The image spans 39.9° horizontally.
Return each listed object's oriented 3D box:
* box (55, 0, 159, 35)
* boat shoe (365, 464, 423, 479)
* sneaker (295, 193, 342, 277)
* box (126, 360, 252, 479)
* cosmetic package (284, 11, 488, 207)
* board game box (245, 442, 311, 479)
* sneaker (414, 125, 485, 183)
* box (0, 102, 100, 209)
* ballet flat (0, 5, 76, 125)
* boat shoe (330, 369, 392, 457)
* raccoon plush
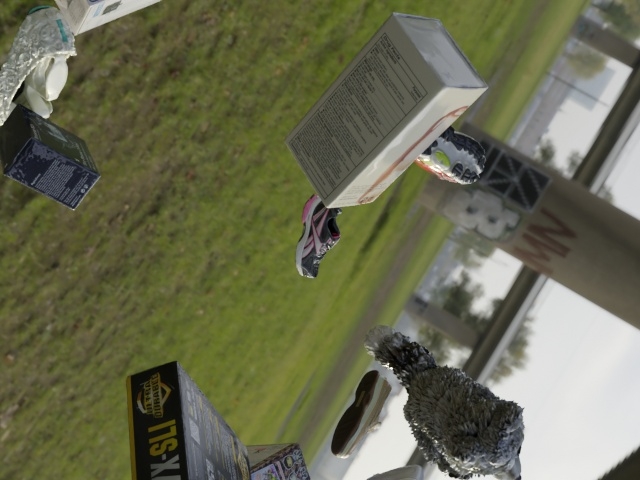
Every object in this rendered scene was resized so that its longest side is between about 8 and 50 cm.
[{"bbox_3d":[-0.355,-0.512,1.702,0.290,0.087,0.169,-32,-174,-27],"label":"box"},{"bbox_3d":[0.108,0.445,1.577,0.184,0.066,0.063,-35,-162,35],"label":"boat shoe"},{"bbox_3d":[0.000,0.000,1.778,0.072,0.077,0.178,-41,143,-56],"label":"sneaker"},{"bbox_3d":[-0.147,0.348,1.098,0.257,0.079,0.322,67,6,-48],"label":"box"},{"bbox_3d":[0.097,-0.199,1.392,0.129,0.153,0.296,-10,154,-48],"label":"cosmetic package"},{"bbox_3d":[-0.187,0.464,1.477,0.232,0.141,0.291,-16,-178,45],"label":"board game box"},{"bbox_3d":[0.173,-0.183,1.595,0.118,0.279,0.107,5,-117,55],"label":"sneaker"},{"bbox_3d":[-0.525,-0.160,1.685,0.158,0.156,0.093,31,104,-40],"label":"box"},{"bbox_3d":[-0.641,-0.345,1.949,0.409,0.147,0.147,-44,-173,48],"label":"ballet flat"},{"bbox_3d":[0.090,0.348,1.716,0.068,0.072,0.190,-9,-137,55],"label":"boat shoe"},{"bbox_3d":[0.228,0.330,1.788,0.216,0.447,0.299,-56,161,-9],"label":"raccoon plush"}]
